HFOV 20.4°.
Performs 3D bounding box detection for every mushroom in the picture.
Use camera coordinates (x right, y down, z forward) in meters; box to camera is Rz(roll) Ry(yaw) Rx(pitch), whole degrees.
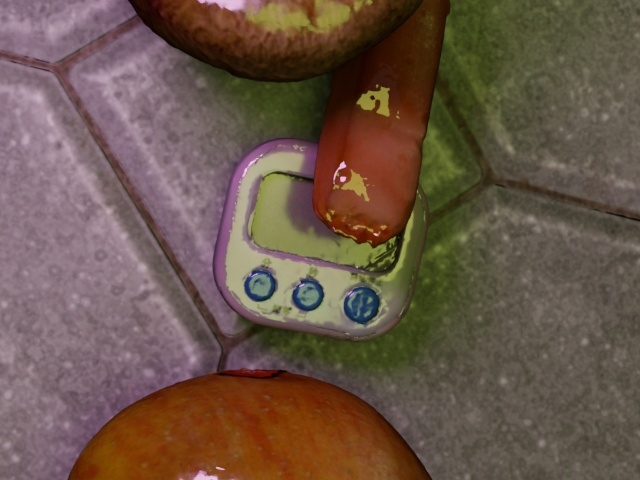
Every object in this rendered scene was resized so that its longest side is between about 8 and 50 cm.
[{"bbox_3d":[-0.031,-0.312,1.621,0.334,0.356,0.331,-13,96,-10],"label":"mushroom"}]

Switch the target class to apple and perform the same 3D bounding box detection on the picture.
[{"bbox_3d":[-0.063,0.314,1.673,0.400,0.333,0.400,-1,93,-11],"label":"apple"}]

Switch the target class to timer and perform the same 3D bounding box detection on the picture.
[{"bbox_3d":[0.000,0.000,1.799,0.208,0.069,0.191,12,91,-12],"label":"timer"}]

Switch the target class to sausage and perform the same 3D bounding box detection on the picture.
[{"bbox_3d":[0.062,-0.157,1.754,0.097,0.094,0.348,16,74,-17],"label":"sausage"}]
